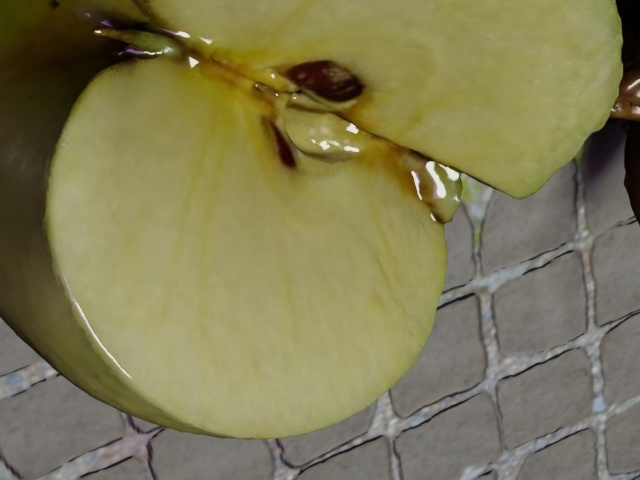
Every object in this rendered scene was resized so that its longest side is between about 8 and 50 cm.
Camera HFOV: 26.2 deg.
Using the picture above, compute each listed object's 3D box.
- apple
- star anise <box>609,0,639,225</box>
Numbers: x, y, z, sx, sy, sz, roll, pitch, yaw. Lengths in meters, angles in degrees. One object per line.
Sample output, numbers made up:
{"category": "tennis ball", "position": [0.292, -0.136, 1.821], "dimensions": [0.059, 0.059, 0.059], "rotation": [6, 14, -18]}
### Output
{"category": "apple", "position": [-0.032, -0.074, 0.626], "dimensions": [0.258, 0.233, 0.295], "rotation": [16, 106, -47]}
{"category": "star anise", "position": [0.238, -0.136, 0.800], "dimensions": [0.237, 0.148, 0.346], "rotation": [-3, 123, -36]}
